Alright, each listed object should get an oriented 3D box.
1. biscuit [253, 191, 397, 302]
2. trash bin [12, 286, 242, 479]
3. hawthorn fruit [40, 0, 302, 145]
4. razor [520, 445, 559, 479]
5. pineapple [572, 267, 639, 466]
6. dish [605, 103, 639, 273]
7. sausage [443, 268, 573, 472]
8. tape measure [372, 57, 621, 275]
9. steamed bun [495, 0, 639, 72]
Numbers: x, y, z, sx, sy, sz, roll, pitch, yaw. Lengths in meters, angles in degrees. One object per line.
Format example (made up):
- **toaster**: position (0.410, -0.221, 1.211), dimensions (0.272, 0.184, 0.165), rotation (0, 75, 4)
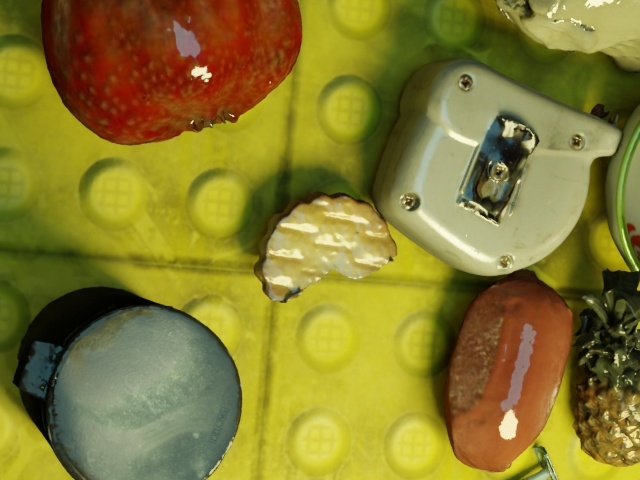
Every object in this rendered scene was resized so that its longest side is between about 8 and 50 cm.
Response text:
- **biscuit**: position (0.000, 0.000, 1.951), dimensions (0.183, 0.061, 0.118), rotation (-14, 96, -20)
- **trash bin**: position (-0.220, 0.156, 1.757), dimensions (0.252, 0.301, 0.203), rotation (18, 88, -17)
- **hawthorn fruit**: position (-0.182, -0.271, 1.782), dimensions (0.287, 0.287, 0.330), rotation (-22, 86, -17)
- **razor**: position (0.240, 0.323, 2.067), dimensions (0.135, 0.040, 0.068), rotation (-27, 101, -11)
- **pineapple**: position (0.374, 0.157, 2.029), dimensions (0.128, 0.128, 0.248), rotation (-18, 117, -18)
- **dish**: position (0.488, -0.074, 2.089), dimensions (0.324, 0.124, 0.324), rotation (-4, 101, -22)
- **sausage**: position (0.230, 0.158, 1.996), dimensions (0.148, 0.148, 0.254), rotation (20, 79, -19)
- **tape measure**: position (0.212, -0.091, 1.986), dimensions (0.258, 0.130, 0.265), rotation (22, 86, -21)
- **steamed bun**: position (0.411, -0.350, 1.947), dimensions (0.394, 0.237, 0.347), rotation (-41, 121, -27)
